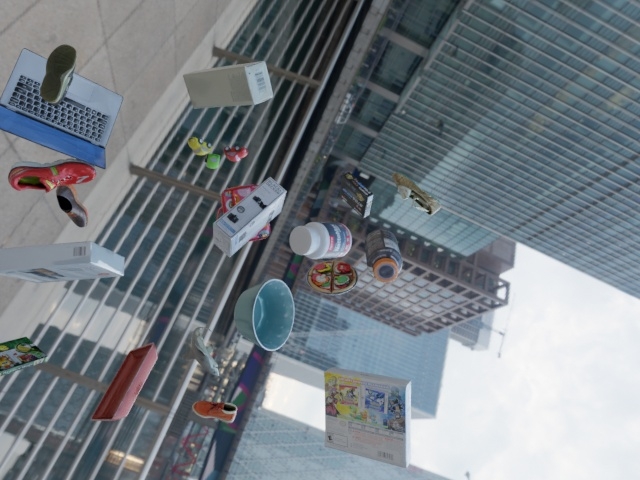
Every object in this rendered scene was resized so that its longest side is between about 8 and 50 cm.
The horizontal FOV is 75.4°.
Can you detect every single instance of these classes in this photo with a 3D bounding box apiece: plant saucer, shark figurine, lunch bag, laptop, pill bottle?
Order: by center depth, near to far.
[{"bbox_3d":[0.000,0.000,1.198,0.180,0.108,0.107,-1,124,-52],"label":"pill bottle"},{"bbox_3d":[-0.656,0.488,1.407,0.258,0.048,0.259,-25,-143,45],"label":"plant saucer"},{"bbox_3d":[0.236,0.061,1.560,0.245,0.131,0.130,-82,-162,-65],"label":"pill bottle"},{"bbox_3d":[-0.986,-0.508,1.590,0.236,0.382,0.407,-6,-113,50],"label":"laptop"},{"bbox_3d":[-0.531,0.449,1.749,0.116,0.166,0.278,-36,-137,-2],"label":"shark figurine"},{"bbox_3d":[-0.404,-0.136,2.129,0.120,0.258,0.292,-155,-125,-70],"label":"lunch bag"}]

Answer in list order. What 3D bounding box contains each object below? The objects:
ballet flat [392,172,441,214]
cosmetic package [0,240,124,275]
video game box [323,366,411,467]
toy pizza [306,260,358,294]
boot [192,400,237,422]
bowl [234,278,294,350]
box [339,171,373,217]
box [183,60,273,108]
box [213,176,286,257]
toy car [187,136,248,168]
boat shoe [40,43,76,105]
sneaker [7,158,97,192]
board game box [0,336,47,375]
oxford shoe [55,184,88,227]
[{"bbox_3d":[0.331,-0.160,1.463,0.067,0.206,0.073,-55,178,-16],"label":"ballet flat"},{"bbox_3d":[-1.044,0.094,1.675,0.284,0.378,0.097,92,-7,-77],"label":"cosmetic package"},{"bbox_3d":[0.107,0.405,0.966,0.048,0.205,0.187,-8,98,-62],"label":"video game box"},{"bbox_3d":[0.045,0.133,1.587,0.201,0.202,0.032,-75,166,-53],"label":"toy pizza"},{"bbox_3d":[-0.372,0.594,1.469,0.059,0.158,0.084,-84,-165,-46],"label":"boot"},{"bbox_3d":[-0.267,0.325,1.851,0.312,0.163,0.311,6,83,-60],"label":"bowl"},{"bbox_3d":[0.201,-0.259,2.354,0.051,0.220,0.175,-29,150,-24],"label":"box"},{"bbox_3d":[-0.287,-0.476,1.275,0.094,0.275,0.113,-43,132,-43],"label":"box"},{"bbox_3d":[-0.261,-0.087,1.533,0.290,0.087,0.169,-45,172,-29],"label":"box"},{"bbox_3d":[-0.436,-0.343,1.717,0.225,0.239,0.053,154,-59,-65],"label":"toy car"},{"bbox_3d":[-0.925,-0.583,1.467,0.073,0.080,0.223,164,-60,-67],"label":"boat shoe"},{"bbox_3d":[-0.968,-0.221,1.508,0.107,0.279,0.118,102,-30,-43],"label":"sneaker"},{"bbox_3d":[-1.106,0.409,1.421,0.030,0.136,0.260,-65,162,12],"label":"board game box"},{"bbox_3d":[-1.223,-0.152,2.025,0.271,0.097,0.098,89,-5,-46],"label":"oxford shoe"}]
